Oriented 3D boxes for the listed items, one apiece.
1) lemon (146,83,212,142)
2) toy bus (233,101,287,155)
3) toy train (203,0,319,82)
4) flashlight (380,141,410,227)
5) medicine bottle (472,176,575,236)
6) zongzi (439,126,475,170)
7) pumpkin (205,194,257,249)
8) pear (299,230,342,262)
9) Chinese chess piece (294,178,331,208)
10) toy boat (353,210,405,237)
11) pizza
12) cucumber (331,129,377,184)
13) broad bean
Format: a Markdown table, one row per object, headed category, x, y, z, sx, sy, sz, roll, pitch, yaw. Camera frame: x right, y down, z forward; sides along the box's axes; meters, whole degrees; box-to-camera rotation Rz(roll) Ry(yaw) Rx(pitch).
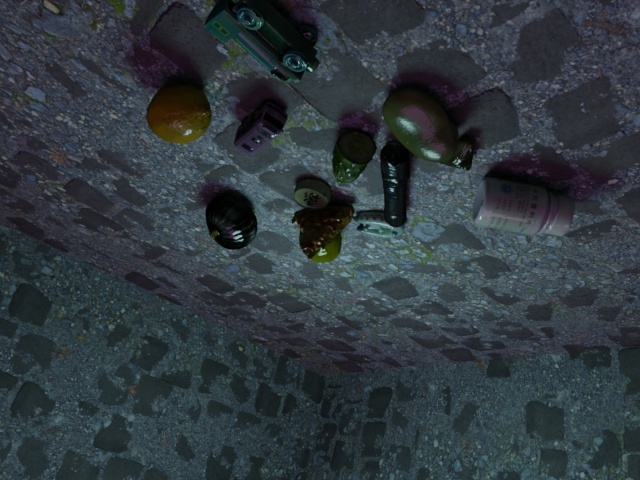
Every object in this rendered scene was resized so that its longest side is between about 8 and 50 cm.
| category | x | y | z | sx | sy | sz | roll | pitch | yaw |
| --- | --- | --- | --- | --- | --- | --- | --- | --- | --- |
| lemon | -0.456 | -0.405 | 1.692 | 0.257 | 0.188 | 0.188 | -4 | 146 | 33 |
| toy bus | -0.200 | -0.366 | 1.729 | 0.096 | 0.108 | 0.199 | 31 | 147 | -27 |
| toy train | -0.146 | -0.542 | 1.399 | 0.298 | 0.119 | 0.194 | 36 | 152 | -34 |
| flashlight | 0.263 | -0.181 | 1.870 | 0.103 | 0.103 | 0.424 | 8 | 151 | 12 |
| medicine bottle | 0.667 | -0.106 | 1.743 | 0.293 | 0.170 | 0.170 | 12 | 151 | 4 |
| zongzi | 0.417 | -0.293 | 1.652 | 0.131 | 0.062 | 0.154 | 17 | 147 | 20 |
| pumpkin | -0.391 | -0.072 | 2.237 | 0.250 | 0.216 | 0.249 | 28 | 137 | 30 |
| pear | -0.001 | 0.001 | 2.213 | 0.198 | 0.198 | 0.198 | 11 | 151 | 6 |
| Chinese chess piece | -0.031 | -0.179 | 2.036 | 0.144 | 0.058 | 0.144 | 10 | 150 | 6 |
| toy boat | 0.237 | -0.054 | 2.123 | 0.208 | 0.078 | 0.134 | 6 | 147 | 18 |
| pizza | -0.031 | -0.059 | 2.067 | 0.251 | 0.287 | 0.074 | 15 | 141 | 43 |
| cucumber | 0.095 | -0.259 | 1.782 | 0.134 | 0.134 | 0.244 | 18 | 154 | -7 |
| broad bean | 0.297 | -0.347 | 1.564 | 0.263 | 0.121 | 0.189 | 45 | 146 | -20 |
